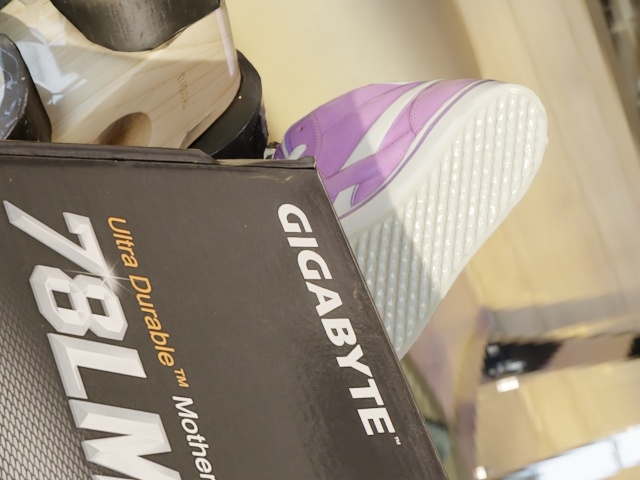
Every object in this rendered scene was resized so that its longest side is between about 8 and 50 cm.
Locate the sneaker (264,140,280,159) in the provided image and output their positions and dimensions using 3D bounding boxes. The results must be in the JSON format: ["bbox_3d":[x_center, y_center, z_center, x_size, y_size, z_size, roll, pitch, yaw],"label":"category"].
[{"bbox_3d":[-0.073,-0.046,1.382,0.122,0.330,0.146,2,58,-46],"label":"sneaker"}]

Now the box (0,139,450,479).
[{"bbox_3d":[-0.080,0.106,0.407,0.293,0.073,0.295,-1,59,-37],"label":"box"}]

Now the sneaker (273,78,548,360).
[{"bbox_3d":[0.001,0.001,0.892,0.282,0.161,0.102,-42,125,-25],"label":"sneaker"}]

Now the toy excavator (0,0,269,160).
[{"bbox_3d":[-0.316,-0.109,0.874,0.445,0.433,0.222,37,-19,23],"label":"toy excavator"}]
